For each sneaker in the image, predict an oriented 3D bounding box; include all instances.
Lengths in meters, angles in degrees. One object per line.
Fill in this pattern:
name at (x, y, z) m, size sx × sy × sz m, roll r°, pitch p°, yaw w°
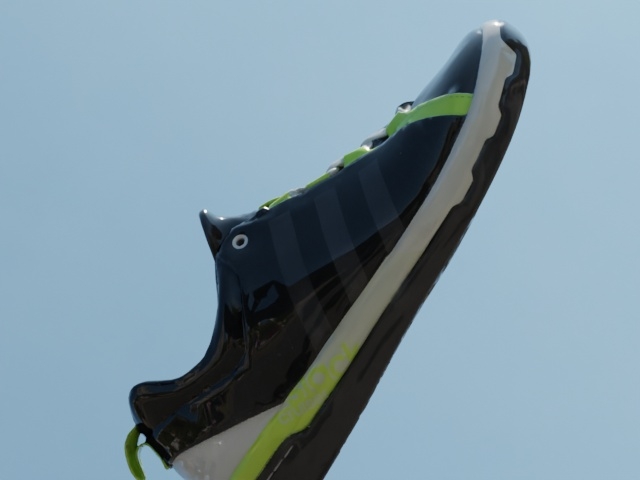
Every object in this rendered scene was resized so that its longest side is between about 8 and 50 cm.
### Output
sneaker at (0.000, 0.000, 0.741) m, size 0.235 × 0.097 × 0.084 m, roll -59°, pitch -4°, yaw -10°
